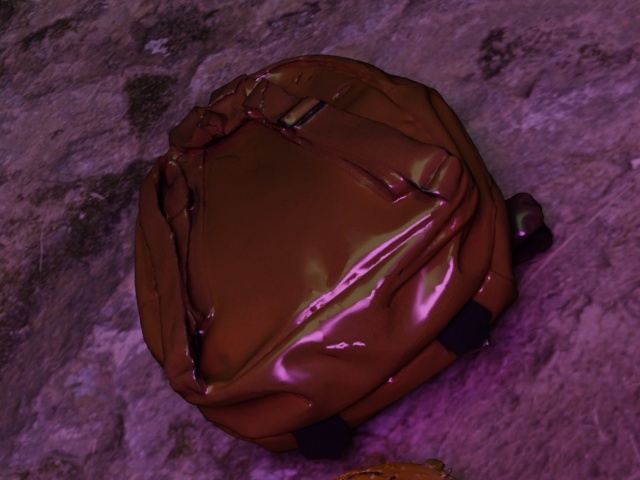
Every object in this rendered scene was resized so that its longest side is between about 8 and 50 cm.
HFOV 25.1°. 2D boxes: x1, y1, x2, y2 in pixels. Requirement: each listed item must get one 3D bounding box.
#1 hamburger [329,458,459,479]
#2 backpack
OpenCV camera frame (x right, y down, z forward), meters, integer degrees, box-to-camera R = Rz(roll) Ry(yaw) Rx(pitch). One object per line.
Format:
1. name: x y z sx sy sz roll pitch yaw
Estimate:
1. hamburger: 0.036 0.254 1.057 0.191 0.118 0.182 -20 40 25
2. backpack: -0.001 -0.005 1.255 0.353 0.201 0.378 -32 43 8
